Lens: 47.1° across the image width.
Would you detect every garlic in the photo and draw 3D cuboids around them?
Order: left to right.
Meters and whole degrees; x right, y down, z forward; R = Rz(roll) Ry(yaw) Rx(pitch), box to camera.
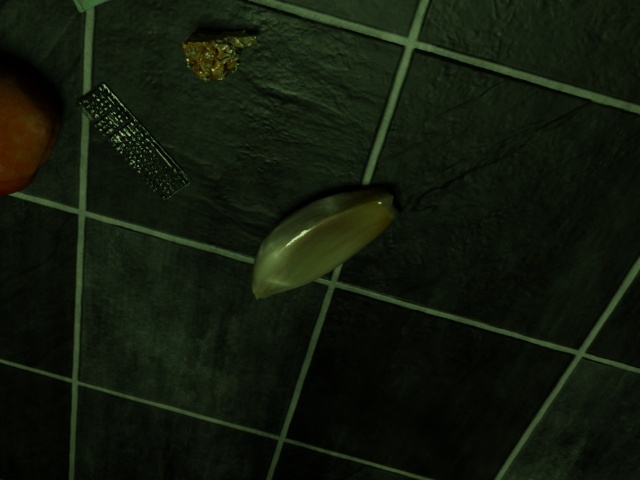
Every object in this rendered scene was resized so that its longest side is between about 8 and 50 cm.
[{"bbox_3d":[-0.006,-0.004,1.287,0.318,0.112,0.143,-27,140,20],"label":"garlic"}]

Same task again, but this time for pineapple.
[{"bbox_3d":[-0.152,-0.300,1.136,0.114,0.077,0.114,-16,157,8],"label":"pineapple"}]

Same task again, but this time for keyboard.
[{"bbox_3d":[-0.325,-0.167,1.282,0.072,0.023,0.231,-28,117,24],"label":"keyboard"}]

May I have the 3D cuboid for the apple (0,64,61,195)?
[{"bbox_3d":[-0.542,-0.181,1.194,0.201,0.218,0.218,25,127,-16],"label":"apple"}]

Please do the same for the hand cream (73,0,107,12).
[{"bbox_3d":[-0.315,-0.397,1.102,0.174,0.047,0.076,-6,125,25],"label":"hand cream"}]
